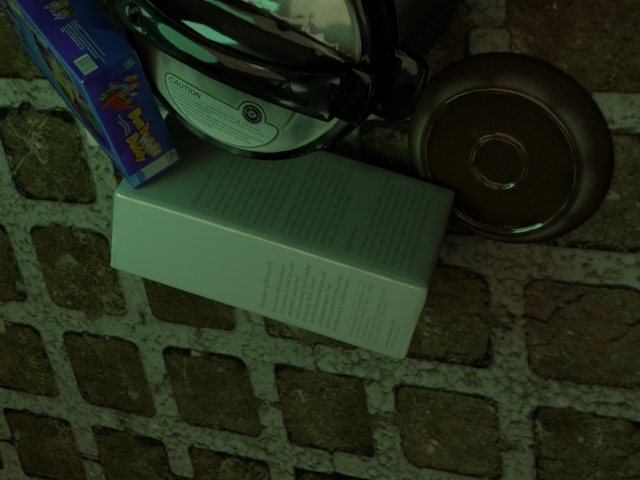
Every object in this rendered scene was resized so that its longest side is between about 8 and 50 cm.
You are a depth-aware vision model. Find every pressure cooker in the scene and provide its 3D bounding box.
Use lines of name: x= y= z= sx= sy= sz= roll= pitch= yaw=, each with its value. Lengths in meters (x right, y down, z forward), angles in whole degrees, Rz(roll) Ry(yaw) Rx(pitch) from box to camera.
pressure cooker: x=-0.048 y=-0.310 z=1.382 sx=0.370 sy=0.420 sz=0.375 roll=-12 pitch=114 yaw=33

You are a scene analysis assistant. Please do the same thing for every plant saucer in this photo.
plant saucer: x=0.265 y=-0.120 z=1.577 sx=0.311 sy=0.050 sz=0.310 roll=14 pitch=124 yaw=21

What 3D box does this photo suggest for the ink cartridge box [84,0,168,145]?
ink cartridge box: x=-0.286 y=-0.294 z=1.713 sx=0.211 sy=0.121 sz=0.289 roll=6 pitch=123 yaw=26

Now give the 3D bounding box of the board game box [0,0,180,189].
board game box: x=-0.339 y=-0.261 z=1.479 sx=0.347 sy=0.078 sz=0.233 roll=48 pitch=165 yaw=29

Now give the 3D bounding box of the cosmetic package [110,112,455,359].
cosmetic package: x=-0.053 y=-0.016 z=1.593 sx=0.453 sy=0.230 sz=0.161 roll=18 pitch=133 yaw=5
